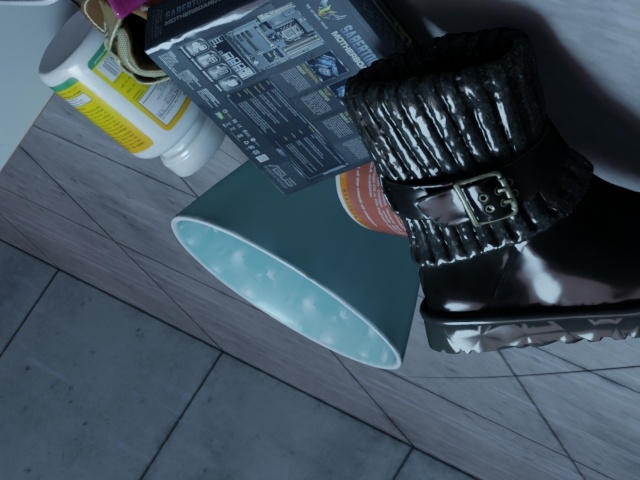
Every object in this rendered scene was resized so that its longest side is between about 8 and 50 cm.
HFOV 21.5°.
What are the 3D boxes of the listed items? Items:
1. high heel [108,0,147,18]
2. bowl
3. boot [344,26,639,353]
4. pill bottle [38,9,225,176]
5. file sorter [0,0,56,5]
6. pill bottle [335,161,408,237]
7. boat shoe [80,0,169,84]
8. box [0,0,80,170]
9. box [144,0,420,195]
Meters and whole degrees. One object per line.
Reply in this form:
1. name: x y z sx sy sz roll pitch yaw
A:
1. high heel: -0.235 -0.284 1.578 0.244 0.117 0.082 25 165 28
2. bowl: 0.000 0.000 1.950 0.311 0.163 0.311 31 166 9
3. boot: 0.206 -0.054 1.374 0.348 0.131 0.260 -10 107 17
4. pill bottle: -0.209 -0.168 1.926 0.208 0.117 0.117 39 165 -27
5. file sorter: -0.295 -0.341 1.370 0.173 0.193 0.277 11 155 48
6. pill bottle: 0.120 -0.055 1.580 0.121 0.121 0.216 41 164 -32
7. boat shoe: -0.163 -0.219 1.639 0.122 0.120 0.324 39 165 -25
8. box: -0.443 -0.154 2.003 0.168 0.345 0.215 36 166 -16
9. box: -0.015 -0.151 1.483 0.183 0.059 0.232 -21 138 25
